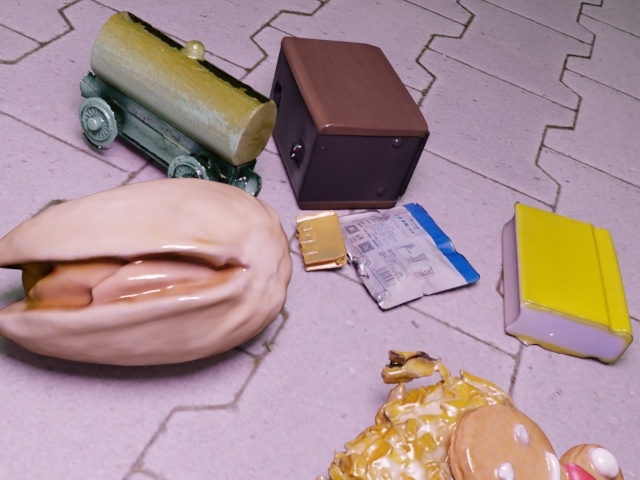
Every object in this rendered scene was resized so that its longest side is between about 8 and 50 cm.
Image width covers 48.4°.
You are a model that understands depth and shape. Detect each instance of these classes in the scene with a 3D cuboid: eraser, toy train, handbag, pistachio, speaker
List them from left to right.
[{"bbox_3d":[-0.182,0.033,0.755,0.317,0.214,0.194,-3,87,-14],"label":"pistachio"},{"bbox_3d":[-0.197,-0.169,0.946,0.307,0.190,0.126,34,42,15],"label":"toy train"},{"bbox_3d":[0.000,0.000,0.952,0.061,0.027,0.083,-8,49,-4],"label":"handbag"},{"bbox_3d":[0.029,-0.178,1.068,0.192,0.153,0.231,-1,46,-20],"label":"speaker"},{"bbox_3d":[0.339,0.056,0.998,0.157,0.069,0.226,18,42,-3],"label":"eraser"}]

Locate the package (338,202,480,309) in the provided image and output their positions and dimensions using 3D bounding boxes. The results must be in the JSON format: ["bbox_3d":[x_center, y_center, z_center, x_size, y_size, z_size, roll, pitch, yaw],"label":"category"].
[{"bbox_3d":[0.112,0.014,0.992,0.173,0.027,0.171,-11,47,-29],"label":"package"}]

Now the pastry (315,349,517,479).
[{"bbox_3d":[0.098,0.210,0.723,0.154,0.102,0.250,31,44,22],"label":"pastry"}]

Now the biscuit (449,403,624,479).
[{"bbox_3d":[0.255,0.289,0.663,0.340,0.047,0.216,49,46,3],"label":"biscuit"}]
